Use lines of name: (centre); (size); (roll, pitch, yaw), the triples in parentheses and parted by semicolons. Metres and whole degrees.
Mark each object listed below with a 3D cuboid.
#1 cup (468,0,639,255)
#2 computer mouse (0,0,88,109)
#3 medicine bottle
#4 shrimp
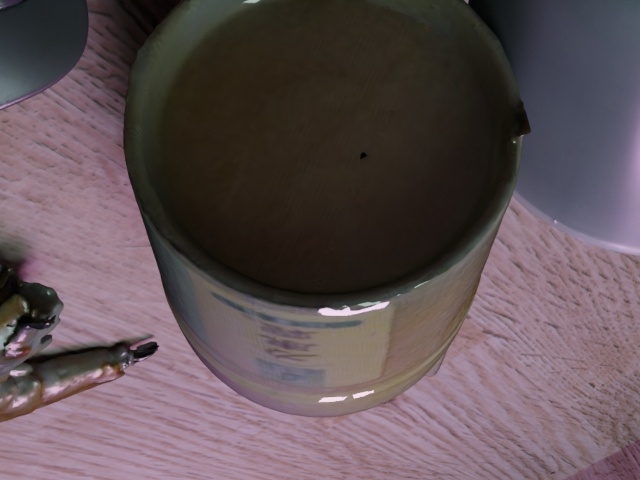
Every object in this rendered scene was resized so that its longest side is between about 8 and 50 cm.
cup: (0.252, -0.197, 0.769); (0.357, 0.259, 0.274); (-53, 164, -17)
computer mouse: (-0.237, -0.107, 0.647); (0.232, 0.057, 0.120); (-19, 110, -11)
medicine bottle: (0.000, 0.000, 0.890); (0.235, 0.236, 0.406); (-21, 160, -8)
shrimp: (-0.265, 0.114, 1.072); (0.185, 0.068, 0.287); (-26, 156, 6)
